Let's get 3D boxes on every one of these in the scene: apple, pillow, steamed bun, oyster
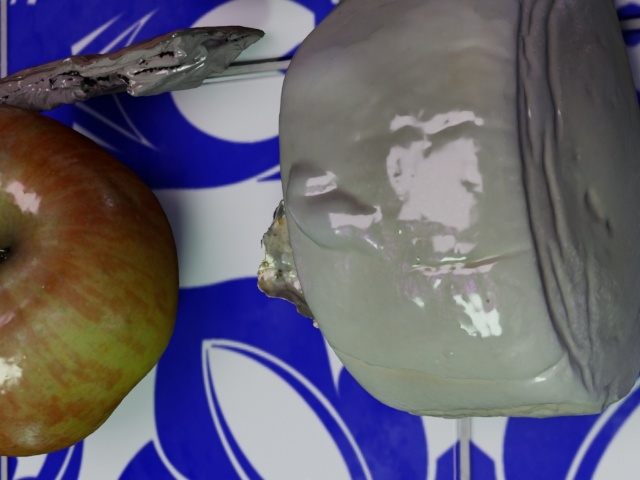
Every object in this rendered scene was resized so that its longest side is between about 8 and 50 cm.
[{"bbox_3d":[-0.265,0.040,1.688,0.301,0.301,0.301,-2,86,34],"label":"apple"},{"bbox_3d":[-0.174,-0.144,1.697,0.248,0.135,0.049,-10,93,33],"label":"pillow"},{"bbox_3d":[0.101,-0.057,1.444,0.247,0.236,0.383,-7,84,32],"label":"steamed bun"},{"bbox_3d":[0.008,-0.005,1.614,0.103,0.051,0.148,33,114,19],"label":"oyster"}]
